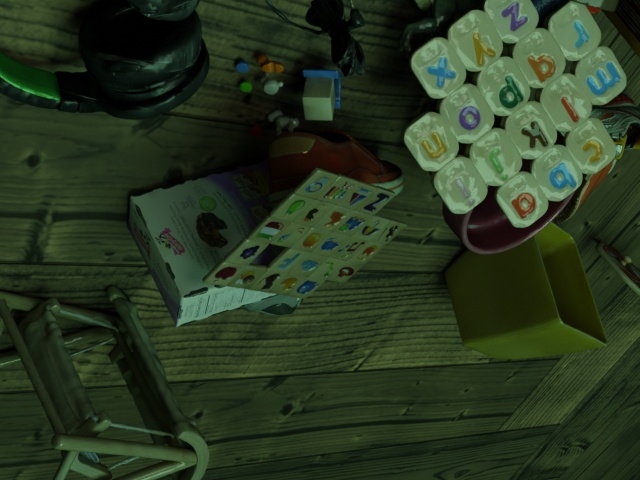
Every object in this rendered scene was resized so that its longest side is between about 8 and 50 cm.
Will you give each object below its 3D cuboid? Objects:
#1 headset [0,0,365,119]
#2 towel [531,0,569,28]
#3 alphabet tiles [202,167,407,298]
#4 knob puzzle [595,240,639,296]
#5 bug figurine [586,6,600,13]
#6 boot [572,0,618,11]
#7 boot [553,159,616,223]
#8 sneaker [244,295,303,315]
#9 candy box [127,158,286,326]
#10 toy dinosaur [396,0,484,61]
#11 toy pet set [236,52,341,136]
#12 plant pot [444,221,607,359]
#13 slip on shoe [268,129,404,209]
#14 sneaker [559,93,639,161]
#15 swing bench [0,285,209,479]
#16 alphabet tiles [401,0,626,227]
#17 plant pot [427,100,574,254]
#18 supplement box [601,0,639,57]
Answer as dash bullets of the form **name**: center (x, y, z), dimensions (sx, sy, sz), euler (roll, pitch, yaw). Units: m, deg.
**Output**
- **headset**: center (-0.158, -0.217, 1.092), dimensions (0.394, 0.185, 0.243), euler (-4, 137, -21)
- **towel**: center (0.298, -0.299, 1.412), dimensions (0.119, 0.029, 0.067), euler (-35, 143, 13)
- **alphabet tiles**: center (0.000, 0.000, 1.337), dimensions (0.198, 0.009, 0.237), euler (-43, 150, 23)
- **knob puzzle**: center (0.588, 0.059, 2.090), dimensions (0.030, 0.213, 0.213), euler (-47, 145, 18)
- **bug figurine**: center (0.349, -0.390, 1.415), dimensions (0.216, 0.072, 0.279), euler (4, 135, -36)
- **boot**: center (0.225, -0.358, 1.294), dimensions (0.306, 0.112, 0.115), euler (8, 114, -21)
- **boot**: center (0.443, -0.095, 1.881), dimensions (0.085, 0.059, 0.157), euler (-12, 140, -38)
- **sneaker**: center (-0.022, 0.041, 1.637), dimensions (0.229, 0.086, 0.132), euler (-23, 151, 0)
- **candy box**: center (-0.121, 0.000, 1.407), dimensions (0.196, 0.164, 0.070), euler (-17, 150, -24)
- **toy dinosaur**: center (0.143, -0.279, 1.388), dimensions (0.268, 0.064, 0.118), euler (7, 114, -45)
- **toy pet set**: center (-0.035, -0.190, 1.365), dimensions (0.114, 0.065, 0.122), euler (2, 141, 8)
- **plant pot**: center (0.335, 0.095, 1.893), dimensions (0.187, 0.212, 0.212), euler (-26, 152, 27)
- **slip on shoe**: center (0.024, -0.093, 1.430), dimensions (0.123, 0.101, 0.331), euler (-10, 180, 23)
- **sneaker**: center (0.428, -0.168, 1.740), dimensions (0.225, 0.092, 0.088), euler (-14, 142, -27)
- **swing bench**: center (-0.290, 0.199, 1.434), dimensions (0.255, 0.253, 0.165), euler (-1, 134, -41)
- **alphabet tiles**: center (0.243, -0.167, 1.401), dimensions (0.284, 0.021, 0.278), euler (-38, 110, -3)
- **plant pot**: center (0.234, -0.111, 1.564), dimensions (0.201, 0.180, 0.201), euler (-22, 144, -17)
- **supplement box**: center (0.452, -0.316, 1.344), dimensions (0.129, 0.191, 0.194), euler (-16, 143, -11)
